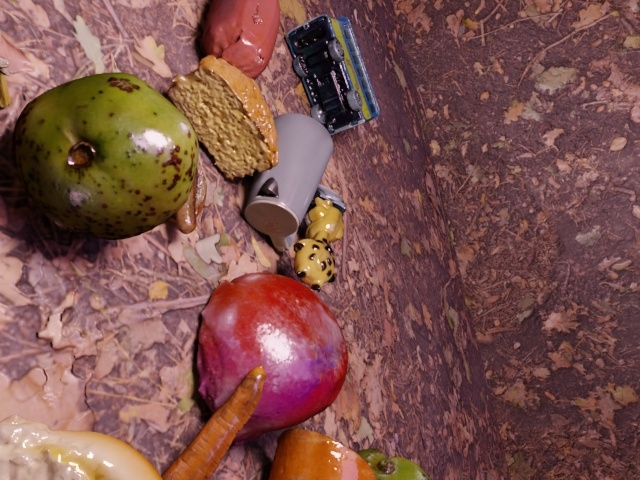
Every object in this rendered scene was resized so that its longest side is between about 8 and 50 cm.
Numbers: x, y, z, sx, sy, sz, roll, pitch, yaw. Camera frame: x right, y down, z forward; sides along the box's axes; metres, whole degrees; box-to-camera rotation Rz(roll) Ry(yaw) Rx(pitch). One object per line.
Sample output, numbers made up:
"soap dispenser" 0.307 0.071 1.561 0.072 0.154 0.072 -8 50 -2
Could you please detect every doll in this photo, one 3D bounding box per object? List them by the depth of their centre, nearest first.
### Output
"doll" -0.001 0.000 1.044 0.117 0.086 0.291 51 28 -22

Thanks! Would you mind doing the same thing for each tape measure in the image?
"tape measure" -0.004 -0.052 1.225 0.107 0.104 0.179 -115 -143 -67

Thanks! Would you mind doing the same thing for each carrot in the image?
"carrot" -0.150 0.282 0.670 0.248 0.059 0.059 -51 126 -23
"carrot" -0.009 0.502 0.765 0.214 0.193 0.331 51 39 -44

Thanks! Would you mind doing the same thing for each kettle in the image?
"kettle" -0.073 -0.117 1.044 0.210 0.160 0.243 85 17 -55

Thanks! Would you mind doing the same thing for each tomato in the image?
"tomato" -0.064 0.186 0.849 0.335 0.176 0.289 -5 78 -60

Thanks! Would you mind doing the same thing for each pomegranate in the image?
"pomegranate" -0.269 -0.106 0.629 0.248 0.214 0.214 -164 -125 -80
"pomegranate" 0.120 0.573 0.969 0.236 0.236 0.301 -50 147 -57

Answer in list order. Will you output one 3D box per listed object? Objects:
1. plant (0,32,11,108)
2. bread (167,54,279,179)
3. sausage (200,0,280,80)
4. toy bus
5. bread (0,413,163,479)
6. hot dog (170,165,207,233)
"plant" -0.388 -0.213 0.549 0.122 0.105 0.116 71 39 -65
"bread" -0.175 -0.241 0.910 0.139 0.143 0.229 -87 152 -51
"sausage" -0.166 -0.448 1.004 0.152 0.152 0.279 42 45 -46
"toy bus" 0.040 -0.476 1.387 0.190 0.152 0.312 -43 115 -58
"bread" -0.214 0.336 0.395 0.315 0.212 0.270 -106 -159 -46
"hot dog" -0.231 -0.076 0.793 0.090 0.060 0.140 39 47 -41
